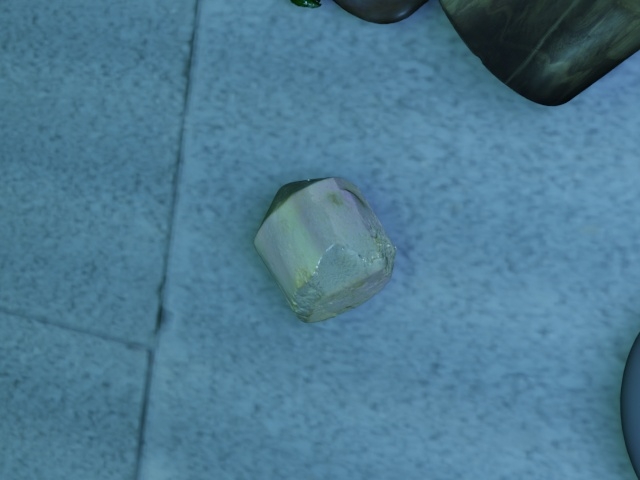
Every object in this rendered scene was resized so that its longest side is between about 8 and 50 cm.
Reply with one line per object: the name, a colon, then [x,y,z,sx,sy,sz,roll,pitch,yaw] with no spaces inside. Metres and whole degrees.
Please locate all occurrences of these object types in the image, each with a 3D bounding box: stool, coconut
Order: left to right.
coconut: [0.000,0.000,1.604,0.116,0.116,0.122,-43,68,30]
stool: [0.234,-0.247,1.378,0.264,0.179,0.179,-36,68,32]

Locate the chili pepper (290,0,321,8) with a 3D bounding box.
chili pepper: [0.017,-0.317,1.630,0.108,0.062,0.216,25,106,36]

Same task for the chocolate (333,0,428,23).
chocolate: [0.014,-0.310,1.558,0.261,0.083,0.161,47,112,5]

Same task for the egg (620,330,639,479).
egg: [0.299,0.131,1.339,0.146,0.146,0.199,7,99,39]
